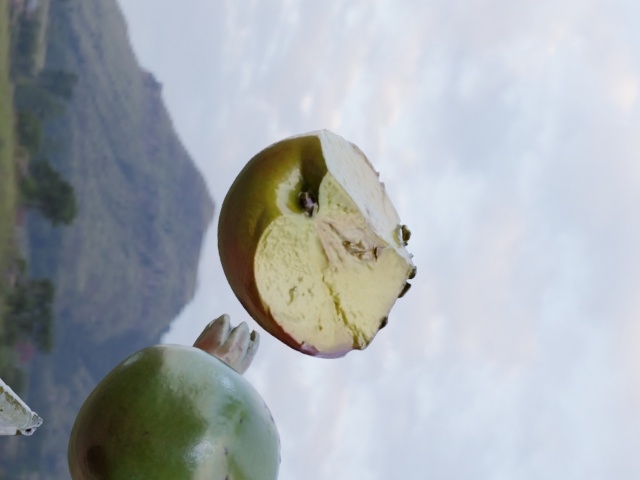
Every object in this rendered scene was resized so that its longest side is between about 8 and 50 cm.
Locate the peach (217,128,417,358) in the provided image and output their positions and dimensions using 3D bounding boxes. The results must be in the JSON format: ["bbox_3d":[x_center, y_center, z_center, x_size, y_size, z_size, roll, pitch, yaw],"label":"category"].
[{"bbox_3d":[-0.006,-0.004,0.809,0.118,0.151,0.151,6,-93,51],"label":"peach"}]

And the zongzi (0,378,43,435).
[{"bbox_3d":[-0.228,0.087,0.577,0.078,0.176,0.160,19,-122,44],"label":"zongzi"}]

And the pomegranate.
[{"bbox_3d":[-0.110,0.151,1.062,0.210,0.180,0.180,-61,-172,-29],"label":"pomegranate"}]
